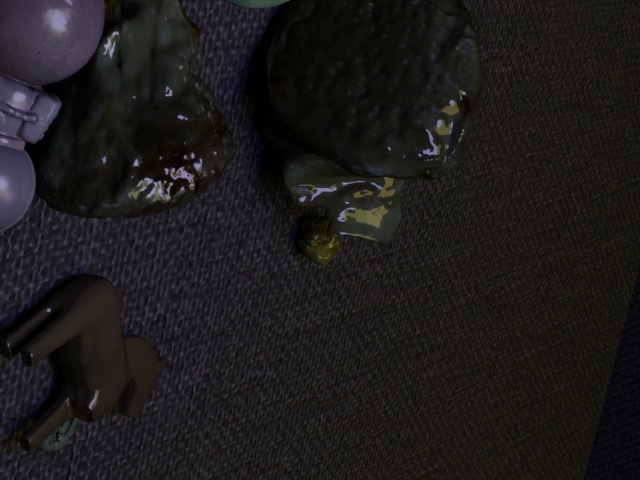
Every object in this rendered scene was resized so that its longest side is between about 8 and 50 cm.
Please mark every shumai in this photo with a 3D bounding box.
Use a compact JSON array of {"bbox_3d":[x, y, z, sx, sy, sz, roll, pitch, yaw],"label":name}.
[{"bbox_3d":[-0.204,-0.160,1.691,0.272,0.222,0.203,-102,-174,-47],"label":"shumai"},{"bbox_3d":[0.076,-0.171,2.123,0.288,0.292,0.330,67,30,-60],"label":"shumai"}]

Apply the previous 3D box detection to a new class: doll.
[{"bbox_3d":[-0.303,-0.139,1.605,0.151,0.151,0.287,15,93,-60],"label":"doll"}]

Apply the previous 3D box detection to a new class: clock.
[{"bbox_3d":[-0.308,0.211,1.967,0.074,0.010,0.083,3,105,-58],"label":"clock"}]

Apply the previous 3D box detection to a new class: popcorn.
[{"bbox_3d":[-0.002,0.003,2.282,0.083,0.059,0.068,73,13,-79],"label":"popcorn"}]

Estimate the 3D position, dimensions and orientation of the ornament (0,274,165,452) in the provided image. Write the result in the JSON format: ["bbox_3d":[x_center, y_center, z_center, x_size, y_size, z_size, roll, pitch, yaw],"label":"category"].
[{"bbox_3d":[-0.263,0.144,1.937,0.245,0.061,0.230,-43,140,-45],"label":"ornament"}]

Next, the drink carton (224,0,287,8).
[{"bbox_3d":[-0.074,-0.346,1.869,0.144,0.146,0.142,-29,140,-47],"label":"drink carton"}]
